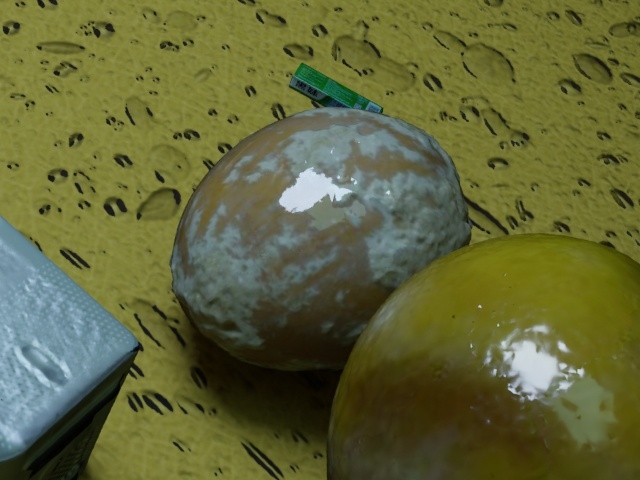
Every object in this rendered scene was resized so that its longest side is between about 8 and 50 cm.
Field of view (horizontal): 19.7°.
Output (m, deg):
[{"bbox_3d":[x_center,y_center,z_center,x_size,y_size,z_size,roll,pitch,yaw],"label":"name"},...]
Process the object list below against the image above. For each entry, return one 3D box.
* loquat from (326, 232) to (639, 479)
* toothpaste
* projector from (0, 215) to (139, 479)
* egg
[{"bbox_3d":[0.132,0.170,1.269,0.328,0.359,0.328,53,25,-38],"label":"loquat"},{"bbox_3d":[0.014,-0.125,1.609,0.083,0.017,0.020,29,52,0],"label":"toothpaste"},{"bbox_3d":[-0.262,0.078,1.244,0.242,0.177,0.163,41,49,11],"label":"projector"},{"bbox_3d":[0.000,0.000,1.393,0.245,0.203,0.203,-23,66,-27],"label":"egg"}]
